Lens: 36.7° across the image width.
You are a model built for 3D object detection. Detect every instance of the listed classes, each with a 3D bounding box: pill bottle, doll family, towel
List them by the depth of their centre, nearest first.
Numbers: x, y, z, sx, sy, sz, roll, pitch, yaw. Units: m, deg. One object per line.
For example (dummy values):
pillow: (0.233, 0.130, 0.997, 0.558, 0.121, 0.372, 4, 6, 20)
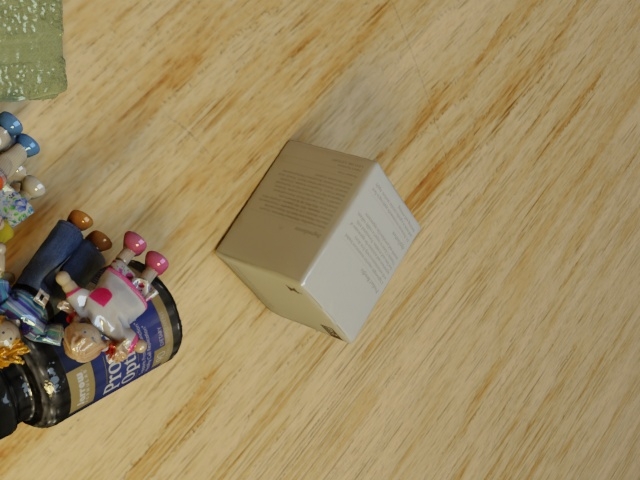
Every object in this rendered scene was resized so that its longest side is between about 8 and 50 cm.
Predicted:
towel: (-0.298, -0.177, 0.878, 0.148, 0.027, 0.110, -17, 117, -44)
doll family: (-0.277, 0.025, 0.885, 0.263, 0.118, 0.163, 44, 49, -15)
pill bottle: (-0.258, 0.112, 0.973, 0.219, 0.123, 0.122, -29, 126, -41)

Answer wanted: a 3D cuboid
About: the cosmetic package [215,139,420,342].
cosmetic package: (0.000, 0.000, 1.211, 0.183, 0.151, 0.151, -57, 139, -17)
